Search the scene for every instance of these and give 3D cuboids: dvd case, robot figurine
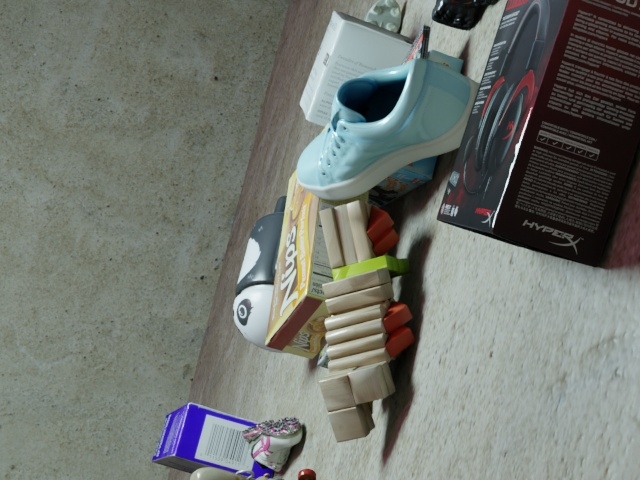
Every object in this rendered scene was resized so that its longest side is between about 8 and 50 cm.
[{"bbox_3d":[0.134,-0.246,1.864,0.087,0.013,0.119,121,166,-46],"label":"dvd case"},{"bbox_3d":[-0.057,0.060,2.233,0.173,0.209,0.278,-11,54,37],"label":"robot figurine"}]

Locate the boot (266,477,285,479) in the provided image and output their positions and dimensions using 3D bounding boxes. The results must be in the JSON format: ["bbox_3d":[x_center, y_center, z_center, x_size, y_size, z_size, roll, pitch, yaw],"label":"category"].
[{"bbox_3d":[-0.144,0.477,2.024,0.083,0.161,0.246,126,159,-60],"label":"boot"}]

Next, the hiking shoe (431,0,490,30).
[{"bbox_3d":[0.214,-0.388,1.809,0.227,0.086,0.114,137,146,-72],"label":"hiking shoe"}]

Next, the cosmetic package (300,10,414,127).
[{"bbox_3d":[0.068,-0.283,2.222,0.151,0.151,0.184,-111,40,-73],"label":"cosmetic package"}]

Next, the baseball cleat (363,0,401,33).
[{"bbox_3d":[0.099,-0.359,2.425,0.109,0.072,0.206,115,173,-67],"label":"baseball cleat"}]

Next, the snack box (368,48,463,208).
[{"bbox_3d":[0.124,-0.162,1.977,0.322,0.060,0.187,151,136,-75],"label":"snack box"}]

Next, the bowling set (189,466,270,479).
[{"bbox_3d":[-0.160,0.546,2.154,0.200,0.154,0.287,44,116,58],"label":"bowling set"}]

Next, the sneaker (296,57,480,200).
[{"bbox_3d":[0.060,-0.169,1.762,0.366,0.150,0.135,-25,43,47],"label":"sneaker"}]

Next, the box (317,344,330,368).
[{"bbox_3d":[0.033,0.128,2.056,0.094,0.027,0.137,125,160,-58],"label":"box"}]

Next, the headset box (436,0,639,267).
[{"bbox_3d":[0.227,-0.136,1.226,0.218,0.110,0.293,-148,76,-80],"label":"headset box"}]

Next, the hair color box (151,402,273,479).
[{"bbox_3d":[-0.200,0.389,2.413,0.339,0.185,0.110,139,147,-70],"label":"hair color box"}]

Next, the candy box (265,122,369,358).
[{"bbox_3d":[0.000,0.000,1.967,0.183,0.087,0.316,127,155,-54],"label":"candy box"}]

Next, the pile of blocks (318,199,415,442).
[{"bbox_3d":[0.081,0.100,1.711,0.112,0.149,0.362,-16,55,25],"label":"pile of blocks"}]

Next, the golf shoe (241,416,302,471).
[{"bbox_3d":[-0.071,0.349,2.179,0.186,0.067,0.086,-27,83,65],"label":"golf shoe"}]

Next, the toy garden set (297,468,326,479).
[{"bbox_3d":[-0.039,0.467,1.815,0.204,0.049,0.244,-89,18,-53],"label":"toy garden set"}]
